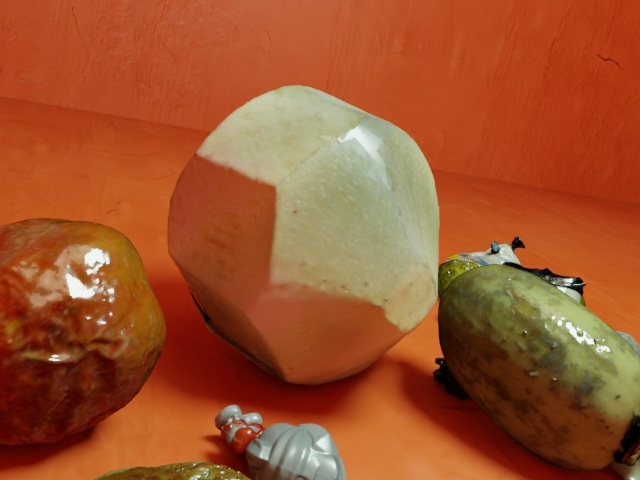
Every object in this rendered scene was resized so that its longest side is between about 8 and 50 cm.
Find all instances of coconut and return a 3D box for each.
[{"bbox_3d":[0.000,0.000,0.830,0.352,0.353,0.352,12,16,-3],"label":"coconut"}]

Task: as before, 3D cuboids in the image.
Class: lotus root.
[{"bbox_3d":[0.235,0.130,0.796,0.173,0.173,0.309,-4,34,-45],"label":"lotus root"}]

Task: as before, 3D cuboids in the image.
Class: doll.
[{"bbox_3d":[-0.035,0.191,0.616,0.094,0.079,0.180,31,-11,-34],"label":"doll"}]

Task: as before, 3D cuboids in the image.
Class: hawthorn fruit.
[{"bbox_3d":[-0.263,0.088,0.589,0.207,0.208,0.243,18,21,20],"label":"hawthorn fruit"}]

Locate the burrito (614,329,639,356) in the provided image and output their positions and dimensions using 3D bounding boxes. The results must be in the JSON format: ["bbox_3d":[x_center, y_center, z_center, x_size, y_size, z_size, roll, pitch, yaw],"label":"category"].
[{"bbox_3d":[0.460,0.186,1.035,0.064,0.064,0.203,14,14,4],"label":"burrito"}]

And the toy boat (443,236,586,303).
[{"bbox_3d":[0.334,0.074,1.164,0.140,0.141,0.269,-1,29,-41],"label":"toy boat"}]

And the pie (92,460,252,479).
[{"bbox_3d":[-0.101,0.215,0.466,0.193,0.079,0.163,8,20,-12],"label":"pie"}]

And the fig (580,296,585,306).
[{"bbox_3d":[0.417,0.123,1.217,0.084,0.082,0.098,30,59,10],"label":"fig"}]

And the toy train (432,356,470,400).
[{"bbox_3d":[0.206,0.171,0.923,0.148,0.038,0.071,-5,23,-45],"label":"toy train"}]

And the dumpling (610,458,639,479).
[{"bbox_3d":[0.388,0.228,0.773,0.169,0.100,0.134,32,53,32],"label":"dumpling"}]
